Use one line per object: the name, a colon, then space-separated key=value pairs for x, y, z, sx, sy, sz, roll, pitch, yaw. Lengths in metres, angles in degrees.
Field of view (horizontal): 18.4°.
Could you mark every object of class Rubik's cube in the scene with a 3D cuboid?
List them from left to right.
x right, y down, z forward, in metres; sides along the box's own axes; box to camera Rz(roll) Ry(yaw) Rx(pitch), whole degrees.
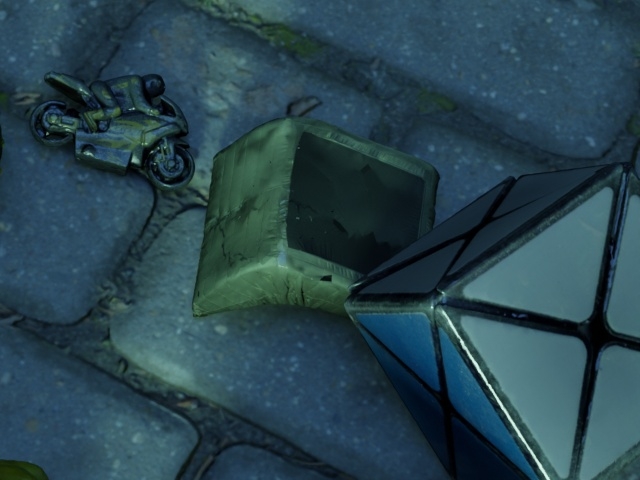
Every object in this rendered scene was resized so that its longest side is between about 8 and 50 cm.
Rubik's cube: x=0.218 y=0.089 z=1.959 sx=0.255 sy=0.259 sz=0.260 roll=-36 pitch=103 yaw=-19

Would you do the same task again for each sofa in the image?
sofa: x=0.000 y=0.000 z=2.127 sx=0.225 sy=0.176 sz=0.210 roll=18 pitch=62 yaw=-27

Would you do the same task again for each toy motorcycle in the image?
toy motorcycle: x=-0.219 y=-0.135 z=2.182 sx=0.193 sy=0.061 sz=0.124 roll=21 pitch=72 yaw=-1

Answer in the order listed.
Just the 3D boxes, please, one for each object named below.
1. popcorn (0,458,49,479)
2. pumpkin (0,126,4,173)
popcorn: x=-0.382 y=0.325 z=1.890 sx=0.242 sy=0.235 sz=0.250 roll=11 pitch=105 yaw=7
pumpkin: x=-0.431 y=-0.100 z=2.107 sx=0.190 sy=0.146 sz=0.190 roll=-15 pitch=51 yaw=19
